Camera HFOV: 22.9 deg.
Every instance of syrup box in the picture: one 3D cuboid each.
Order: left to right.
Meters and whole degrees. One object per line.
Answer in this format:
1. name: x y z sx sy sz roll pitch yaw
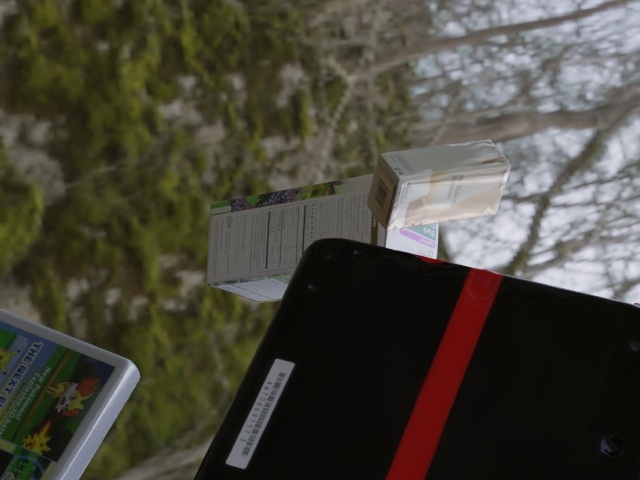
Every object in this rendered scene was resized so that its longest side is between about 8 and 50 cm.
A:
1. syrup box: 0.000 0.000 1.657 0.237 0.093 0.096 -10 -110 36

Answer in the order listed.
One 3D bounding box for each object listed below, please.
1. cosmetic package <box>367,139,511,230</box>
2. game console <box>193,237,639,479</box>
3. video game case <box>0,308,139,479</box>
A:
1. cosmetic package: 0.104 -0.049 1.386 0.041 0.115 0.060 56 -34 42
2. game console: 0.084 0.179 1.213 0.342 0.386 0.060 12 -37 20
3. video game case: -0.365 0.201 1.409 0.300 0.329 0.036 19 -26 25
